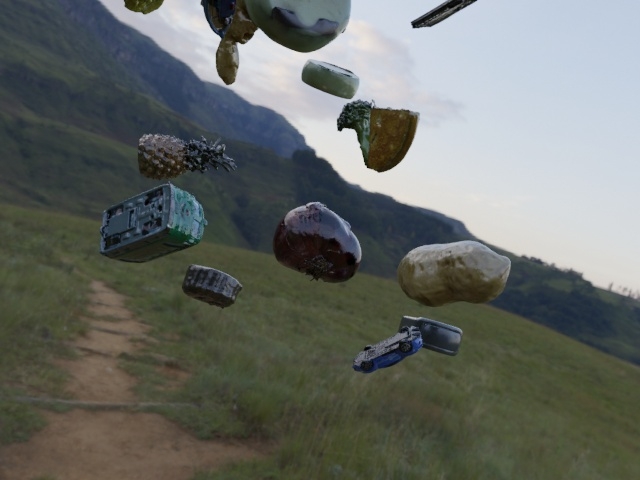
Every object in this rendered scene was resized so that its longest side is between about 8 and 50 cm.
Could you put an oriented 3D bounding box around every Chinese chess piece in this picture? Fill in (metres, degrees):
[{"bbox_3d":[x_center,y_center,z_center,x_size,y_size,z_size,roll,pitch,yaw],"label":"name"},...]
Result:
[{"bbox_3d":[0.031,-0.512,1.724,0.188,0.083,0.188,18,23,-8],"label":"Chinese chess piece"}]

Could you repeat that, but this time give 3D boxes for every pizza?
[{"bbox_3d":[0.146,-0.219,1.100,0.046,0.134,0.175,-4,-21,-30],"label":"pizza"}]

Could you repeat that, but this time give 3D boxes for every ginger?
[{"bbox_3d":[-0.276,-0.763,1.816,0.122,0.348,0.363,-20,-9,-46],"label":"ginger"}]

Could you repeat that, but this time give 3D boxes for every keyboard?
[{"bbox_3d":[0.322,-0.598,1.430,0.072,0.023,0.231,-8,7,-19],"label":"keyboard"}]

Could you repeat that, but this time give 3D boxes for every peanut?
[{"bbox_3d":[0.339,0.090,1.440,0.192,0.170,0.387,-21,3,-29],"label":"peanut"}]

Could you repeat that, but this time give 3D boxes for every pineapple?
[{"bbox_3d":[-0.471,-0.298,1.945,0.340,0.169,0.169,-1,6,-13],"label":"pineapple"}]

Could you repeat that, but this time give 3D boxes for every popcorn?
[{"bbox_3d":[-0.657,-0.935,2.007,0.197,0.156,0.197,-20,6,2],"label":"popcorn"}]

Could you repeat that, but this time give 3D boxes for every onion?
[{"bbox_3d":[-0.001,0.013,1.616,0.280,0.221,0.281,20,36,-15],"label":"onion"}]

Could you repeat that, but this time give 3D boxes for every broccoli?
[{"bbox_3d":[0.171,-0.433,2.208,0.177,0.275,0.198,-19,11,17],"label":"broccoli"}]

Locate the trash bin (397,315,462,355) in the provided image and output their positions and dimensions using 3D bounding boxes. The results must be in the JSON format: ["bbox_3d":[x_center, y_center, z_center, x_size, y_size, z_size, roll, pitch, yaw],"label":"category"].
[{"bbox_3d":[0.387,0.333,1.920,0.176,0.101,0.236,15,-6,-8],"label":"trash bin"}]

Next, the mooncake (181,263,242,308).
[{"bbox_3d":[-0.429,0.186,2.135,0.228,0.124,0.228,19,-19,7],"label":"mooncake"}]

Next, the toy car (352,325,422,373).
[{"bbox_3d":[0.187,0.311,1.504,0.063,0.216,0.103,56,17,-8],"label":"toy car"}]

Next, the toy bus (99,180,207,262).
[{"bbox_3d":[-0.540,-0.042,1.770,0.343,0.184,0.199,-16,-26,30],"label":"toy bus"}]

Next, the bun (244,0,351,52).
[{"bbox_3d":[-0.073,-0.619,1.382,0.293,0.293,0.187,16,-7,-32],"label":"bun"}]

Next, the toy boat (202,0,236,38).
[{"bbox_3d":[-0.272,-0.663,1.511,0.100,0.223,0.097,-26,65,-27],"label":"toy boat"}]
